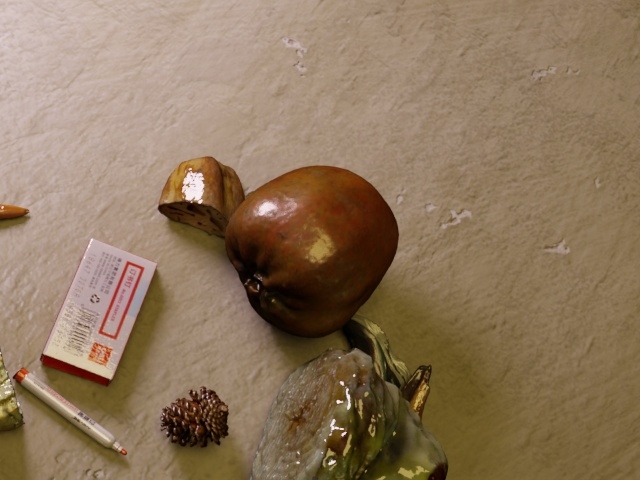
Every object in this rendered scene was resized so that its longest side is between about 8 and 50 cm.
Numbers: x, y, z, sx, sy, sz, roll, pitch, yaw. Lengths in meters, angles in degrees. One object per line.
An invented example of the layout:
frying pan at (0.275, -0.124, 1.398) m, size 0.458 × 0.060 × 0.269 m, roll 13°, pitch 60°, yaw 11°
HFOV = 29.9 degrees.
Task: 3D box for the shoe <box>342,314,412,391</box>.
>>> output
shoe at (0.076, 0.209, 2.030) m, size 0.099 × 0.071 × 0.169 m, roll -36°, pitch 86°, yaw -22°

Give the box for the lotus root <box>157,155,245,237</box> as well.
lotus root at (-0.195, -0.081, 2.055) m, size 0.159 × 0.095 × 0.135 m, roll 9°, pitch 64°, yaw -18°

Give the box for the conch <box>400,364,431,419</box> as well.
conch at (0.137, 0.324, 1.991) m, size 0.080 × 0.086 × 0.233 m, roll 42°, pitch 60°, yaw -36°

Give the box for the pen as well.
pen at (-0.395, 0.274, 1.897) m, size 0.218 × 0.026 × 0.026 m, roll 37°, pitch 65°, yaw 1°

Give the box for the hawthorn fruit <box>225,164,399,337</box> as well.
hawthorn fruit at (0.000, 0.000, 1.980) m, size 0.268 × 0.268 × 0.301 m, roll 47°, pitch 60°, yaw 6°

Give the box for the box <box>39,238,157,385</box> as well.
box at (-0.359, 0.112, 1.956) m, size 0.123 × 0.050 × 0.229 m, roll 21°, pitch 65°, yaw -9°

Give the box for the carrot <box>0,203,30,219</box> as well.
carrot at (-0.586, -0.046, 1.962) m, size 0.216 × 0.048 × 0.048 m, roll -4°, pitch 71°, yaw -22°

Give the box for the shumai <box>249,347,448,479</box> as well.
shumai at (0.060, 0.349, 1.881) m, size 0.263 × 0.304 × 0.309 m, roll 32°, pitch 91°, yaw -16°

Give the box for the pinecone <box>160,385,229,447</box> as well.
pinecone at (-0.201, 0.282, 1.909) m, size 0.109 × 0.102 × 0.102 m, roll -1°, pitch 70°, yaw -6°

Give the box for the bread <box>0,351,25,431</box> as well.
bread at (-0.529, 0.226, 1.846) m, size 0.110 × 0.103 × 0.156 m, roll -20°, pitch 70°, yaw -9°
